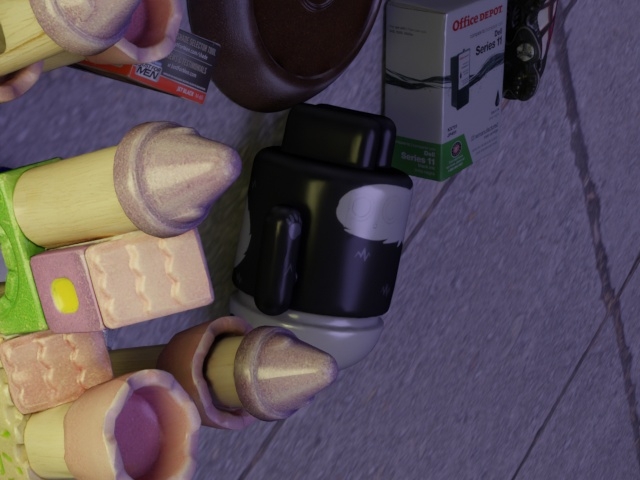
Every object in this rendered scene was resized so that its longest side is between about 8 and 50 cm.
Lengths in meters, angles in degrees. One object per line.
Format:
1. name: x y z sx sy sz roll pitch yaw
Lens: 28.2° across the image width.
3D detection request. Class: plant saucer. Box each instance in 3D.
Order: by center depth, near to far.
1. plant saucer: -0.015 -0.278 1.292 0.310 0.050 0.311 -27 125 -47

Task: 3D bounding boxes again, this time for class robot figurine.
1. robot figurine: -0.003 0.000 1.328 0.209 0.173 0.278 4 102 -32

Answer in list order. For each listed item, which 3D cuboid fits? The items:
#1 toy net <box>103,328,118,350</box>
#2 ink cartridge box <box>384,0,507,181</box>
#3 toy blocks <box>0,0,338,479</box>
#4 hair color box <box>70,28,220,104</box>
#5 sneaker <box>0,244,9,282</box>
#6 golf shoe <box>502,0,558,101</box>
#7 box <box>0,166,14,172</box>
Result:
1. toy net: -0.229 0.141 1.070 0.232 0.045 0.122 -42 144 17
2. ink cartridge box: 0.150 -0.195 1.536 0.153 0.087 0.208 -30 127 -47
3. toy blocks: -0.137 0.004 0.620 0.309 0.260 0.289 -22 101 -49
4. hair color box: -0.174 -0.157 1.001 0.093 0.167 0.053 15 92 -57
5. sneaker: -0.285 -0.010 0.930 0.129 0.111 0.297 -4 118 -26
6. golf shoe: 0.262 -0.319 1.657 0.120 0.105 0.273 -42 144 -61
7. box: -0.238 0.029 1.079 0.126 0.072 0.137 41 69 -55
